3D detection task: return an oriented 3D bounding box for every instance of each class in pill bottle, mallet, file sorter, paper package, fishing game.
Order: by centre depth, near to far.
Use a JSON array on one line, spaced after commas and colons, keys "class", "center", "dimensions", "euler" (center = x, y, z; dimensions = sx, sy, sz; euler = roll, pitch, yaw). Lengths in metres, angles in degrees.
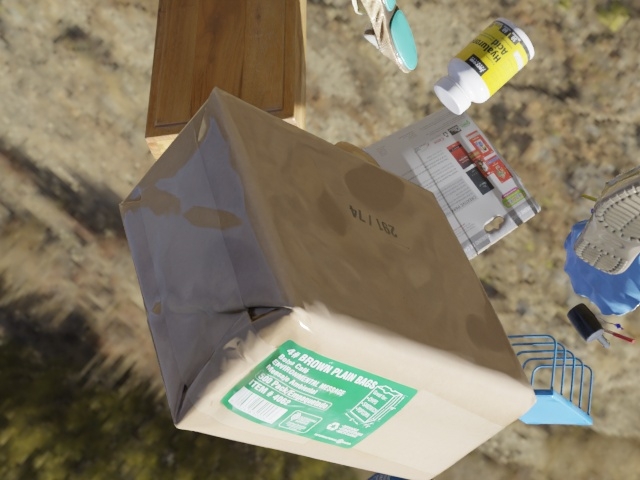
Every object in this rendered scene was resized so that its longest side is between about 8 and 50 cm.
[{"class": "paper package", "center": [0.004, 0.051, 1.123], "dimensions": [0.325, 0.168, 0.309], "euler": [23, -149, -39]}, {"class": "pill bottle", "center": [0.192, -0.205, 1.398], "dimensions": [0.065, 0.116, 0.065], "euler": [46, 173, 7]}, {"class": "file sorter", "center": [0.359, 0.227, 1.910], "dimensions": [0.118, 0.104, 0.170], "euler": [-5, 155, 33]}, {"class": "mallet", "center": [0.475, 0.164, 2.015], "dimensions": [0.190, 0.039, 0.062], "euler": [38, -163, -53]}, {"class": "fishing game", "center": [0.517, 0.047, 2.128], "dimensions": [0.189, 0.041, 0.264], "euler": [20, 122, 48]}]

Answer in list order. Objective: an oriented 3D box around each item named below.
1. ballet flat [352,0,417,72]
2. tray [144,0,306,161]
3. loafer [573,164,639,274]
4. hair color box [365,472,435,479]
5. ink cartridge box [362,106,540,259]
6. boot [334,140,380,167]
[{"class": "ballet flat", "center": [0.093, -0.355, 1.854], "dimensions": [0.067, 0.073, 0.206], "euler": [-2, 126, 30]}, {"class": "tray", "center": [-0.126, -0.298, 1.649], "dimensions": [0.203, 0.410, 0.076], "euler": [-7, 145, 9]}, {"class": "loafer", "center": [0.392, -0.043, 1.472], "dimensions": [0.102, 0.092, 0.268], "euler": [28, 160, 1]}, {"class": "hair color box", "center": [0.112, 0.539, 2.153], "dimensions": [0.174, 0.105, 0.347], "euler": [28, 140, -11]}, {"class": "ink cartridge box", "center": [0.221, -0.081, 2.186], "dimensions": [0.272, 0.309, 0.130], "euler": [52, 135, 9]}, {"class": "boot", "center": [0.001, 0.001, 1.713], "dimensions": [0.104, 0.295, 0.211], "euler": [25, 122, -11]}]
